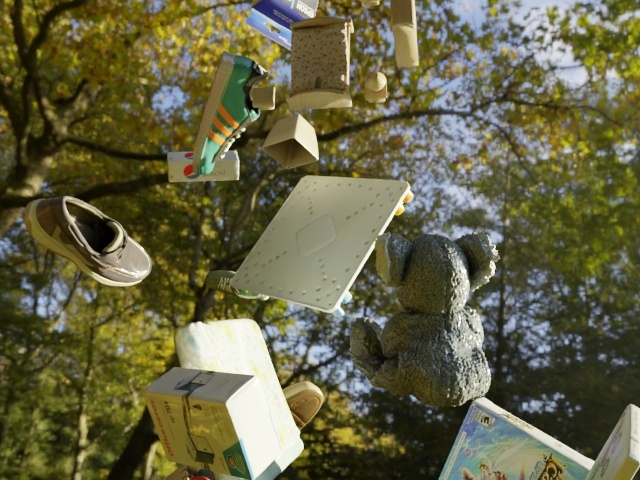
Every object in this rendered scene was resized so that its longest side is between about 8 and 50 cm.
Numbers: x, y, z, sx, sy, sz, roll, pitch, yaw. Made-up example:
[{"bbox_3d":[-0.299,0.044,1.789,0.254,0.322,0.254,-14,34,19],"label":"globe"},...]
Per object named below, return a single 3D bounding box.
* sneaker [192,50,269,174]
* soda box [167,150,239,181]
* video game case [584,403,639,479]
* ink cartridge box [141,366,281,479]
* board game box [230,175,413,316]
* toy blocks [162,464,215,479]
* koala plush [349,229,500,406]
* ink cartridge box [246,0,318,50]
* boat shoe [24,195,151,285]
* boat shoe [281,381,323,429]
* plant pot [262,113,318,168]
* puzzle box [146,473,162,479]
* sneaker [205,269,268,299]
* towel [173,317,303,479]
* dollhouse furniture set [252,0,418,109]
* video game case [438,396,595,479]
[{"bbox_3d":[-0.206,-0.268,1.510,0.121,0.108,0.302,16,-57,-13],"label":"sneaker"},{"bbox_3d":[-0.365,-0.232,2.077,0.216,0.069,0.073,-4,-55,-14],"label":"soda box"},{"bbox_3d":[0.327,0.281,0.774,0.019,0.157,0.143,27,20,19],"label":"video game case"},{"bbox_3d":[-0.171,0.281,1.045,0.191,0.082,0.139,-4,-70,36],"label":"ink cartridge box"},{"bbox_3d":[0.000,0.000,1.711,0.390,0.389,0.050,9,-32,46],"label":"board game box"},{"bbox_3d":[-0.234,0.594,1.374,0.261,0.381,0.190,-39,-52,4],"label":"toy blocks"},{"bbox_3d":[0.153,0.093,0.916,0.196,0.221,0.203,3,8,-9],"label":"koala plush"},{"bbox_3d":[-0.070,-0.657,1.650,0.065,0.332,0.165,10,-3,44],"label":"ink cartridge box"},{"bbox_3d":[-0.398,0.004,1.215,0.093,0.102,0.285,-13,-32,25],"label":"boat shoe"},{"bbox_3d":[-0.147,0.432,1.647,0.341,0.110,0.121,-34,-55,13],"label":"boat shoe"},{"bbox_3d":[-0.071,-0.264,1.745,0.109,0.096,0.109,-11,-33,35],"label":"plant pot"},{"bbox_3d":[-0.465,0.600,1.174,0.409,0.052,0.272,-38,3,9],"label":"puzzle box"},{"bbox_3d":[-0.236,0.123,1.873,0.192,0.064,0.086,14,-5,6],"label":"sneaker"},{"bbox_3d":[-0.159,0.316,1.326,0.090,0.320,0.374,-24,-9,8],"label":"towel"},{"bbox_3d":[0.021,-0.454,1.402,0.356,0.303,0.174,-2,-17,10],"label":"dollhouse furniture set"},{"bbox_3d":[0.354,0.479,1.270,0.244,0.269,0.061,26,12,33],"label":"video game case"}]
